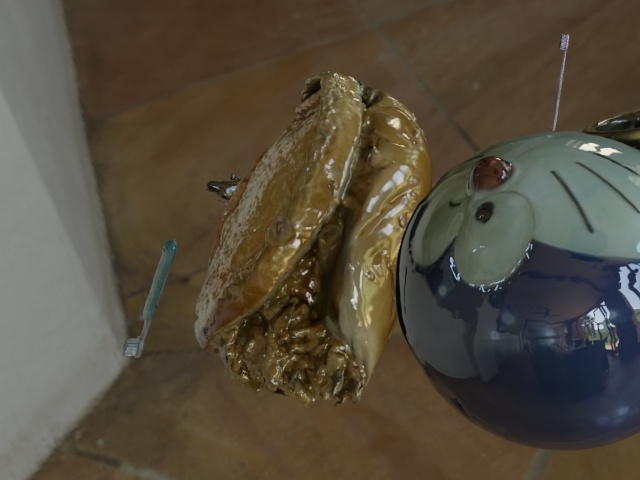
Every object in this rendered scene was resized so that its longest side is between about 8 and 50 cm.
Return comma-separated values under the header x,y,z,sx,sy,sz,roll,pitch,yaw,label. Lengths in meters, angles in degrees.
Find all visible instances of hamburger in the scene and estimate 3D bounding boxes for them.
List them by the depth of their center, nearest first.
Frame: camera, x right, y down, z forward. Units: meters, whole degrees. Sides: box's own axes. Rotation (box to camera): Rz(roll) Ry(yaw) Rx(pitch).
x,y,z,sx,sy,sz,roll,pitch,yaw,label
0.000,0.000,0.876,0.146,0.243,0.286,21,37,-8,hamburger

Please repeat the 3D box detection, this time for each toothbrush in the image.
x,y,z,sx,sy,sz,roll,pitch,yaw,label
-0.120,0.044,0.789,0.014,0.167,0.011,-1,60,-20,toothbrush
0.236,-0.156,1.124,0.008,0.097,0.006,5,6,-11,toothbrush

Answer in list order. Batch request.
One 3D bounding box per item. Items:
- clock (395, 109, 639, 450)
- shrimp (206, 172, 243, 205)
x,y,z,sx,sy,sz,roll,pitch,yaw,label
0.153,0.006,0.550,0.243,0.147,0.199,-20,16,-23,clock
-0.046,-0.094,1.443,0.195,0.148,0.035,14,-1,-26,shrimp
